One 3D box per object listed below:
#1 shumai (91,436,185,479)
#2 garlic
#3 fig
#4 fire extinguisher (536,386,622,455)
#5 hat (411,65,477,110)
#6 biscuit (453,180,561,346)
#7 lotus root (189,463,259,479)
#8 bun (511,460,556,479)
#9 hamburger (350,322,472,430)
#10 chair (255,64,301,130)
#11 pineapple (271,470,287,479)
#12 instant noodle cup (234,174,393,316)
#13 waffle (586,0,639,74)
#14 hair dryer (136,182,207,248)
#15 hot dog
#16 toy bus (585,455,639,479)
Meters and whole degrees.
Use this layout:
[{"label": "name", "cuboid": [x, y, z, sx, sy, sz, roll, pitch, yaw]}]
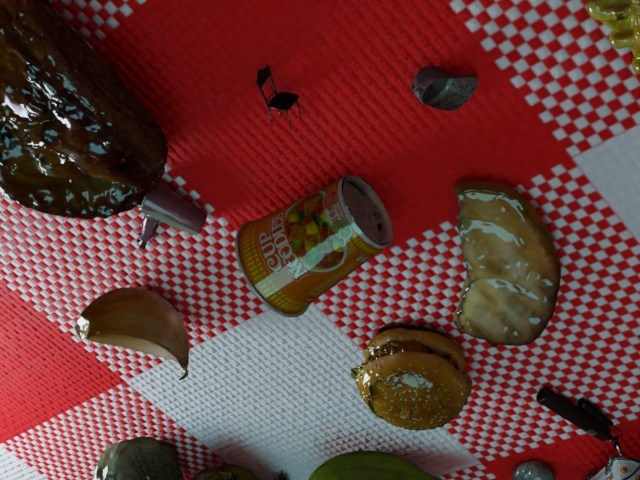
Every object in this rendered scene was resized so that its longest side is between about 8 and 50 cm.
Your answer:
[{"label": "shumai", "cuboid": [-0.414, 0.519, 1.794, 0.222, 0.225, 0.261, -5, 145, 20]}, {"label": "garlic", "cuboid": [-0.305, 0.144, 1.504, 0.206, 0.128, 0.115, 22, 90, -6]}, {"label": "fig", "cuboid": [0.119, 0.515, 1.617, 0.314, 0.233, 0.233, 9, 133, 5]}, {"label": "fire extinguisher", "cuboid": [0.437, 0.290, 1.441, 0.173, 0.035, 0.049, 32, 94, -11]}, {"label": "hat", "cuboid": [0.153, -0.197, 1.096, 0.087, 0.042, 0.058, -9, 145, -19]}, {"label": "biscuit", "cuboid": [0.268, 0.040, 1.260, 0.154, 0.045, 0.299, 6, 131, 15]}, {"label": "lotus root", "cuboid": [-0.183, 0.601, 1.803, 0.196, 0.179, 0.397, -24, 131, -18]}, {"label": "bun", "cuboid": [0.385, 0.435, 1.574, 0.083, 0.045, 0.083, 13, 133, 14]}, {"label": "hamburger", "cuboid": [0.155, 0.235, 1.426, 0.182, 0.118, 0.191, -12, 130, 31]}, {"label": "chair", "cuboid": [-0.054, -0.190, 1.165, 0.042, 0.037, 0.086, 8, 138, 28]}, {"label": "pineapple", "cuboid": [-0.066, 0.536, 1.809, 0.058, 0.058, 0.124, -7, 127, 24]}, {"label": "instant noodle cup", "cuboid": [0.000, 0.000, 1.249, 0.185, 0.168, 0.168, -31, 116, 29]}, {"label": "waffle", "cuboid": [0.447, -0.271, 0.910, 0.309, 0.065, 0.283, 24, 136, -8]}, {"label": "hair dryer", "cuboid": [-0.256, -0.028, 1.382, 0.106, 0.054, 0.154, 33, 143, -18]}, {"label": "hot dog", "cuboid": [-0.385, -0.180, 1.191, 0.267, 0.174, 0.387, -26, 117, 32]}, {"label": "toy bus", "cuboid": [0.507, 0.433, 1.481, 0.087, 0.089, 0.194, 16, 149, 5]}]
